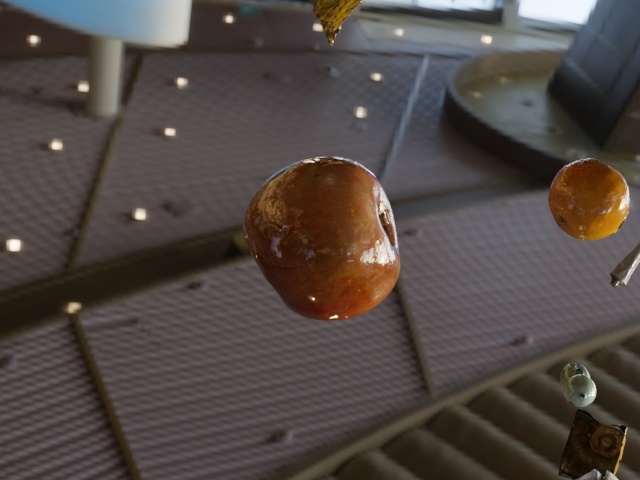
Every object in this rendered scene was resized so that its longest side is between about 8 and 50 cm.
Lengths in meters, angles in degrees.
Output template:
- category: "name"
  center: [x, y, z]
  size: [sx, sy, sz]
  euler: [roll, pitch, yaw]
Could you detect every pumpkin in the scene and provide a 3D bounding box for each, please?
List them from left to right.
- category: "pumpkin"
  center: [0.344, 0.268, 1.601]
  size: [0.073, 0.035, 0.101]
  euler: [16, -123, 22]

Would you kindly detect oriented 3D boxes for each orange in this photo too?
- category: "orange"
  center: [0.269, -0.041, 1.269]
  size: [0.083, 0.084, 0.083]
  euler: [7, -155, -3]

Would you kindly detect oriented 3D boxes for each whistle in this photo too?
- category: "whistle"
  center: [0.277, 0.154, 1.369]
  size: [0.035, 0.035, 0.100]
  euler: [10, -167, 2]

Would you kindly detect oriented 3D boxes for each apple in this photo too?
- category: "apple"
  center: [0.000, 0.000, 1.943]
  size: [0.253, 0.254, 0.253]
  euler: [7, -155, -3]

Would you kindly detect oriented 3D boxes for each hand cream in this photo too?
- category: "hand cream"
  center: [0.311, 0.009, 1.219]
  size: [0.019, 0.093, 0.030]
  euler: [39, 173, 27]

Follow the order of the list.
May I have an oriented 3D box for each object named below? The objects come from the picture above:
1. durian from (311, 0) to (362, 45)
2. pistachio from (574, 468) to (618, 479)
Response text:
- category: "durian"
  center: [0.033, -0.369, 1.233]
  size: [0.195, 0.305, 0.185]
  euler: [34, 175, -37]
- category: "pistachio"
  center: [0.289, 0.333, 1.379]
  size: [0.108, 0.126, 0.185]
  euler: [7, -137, 16]
